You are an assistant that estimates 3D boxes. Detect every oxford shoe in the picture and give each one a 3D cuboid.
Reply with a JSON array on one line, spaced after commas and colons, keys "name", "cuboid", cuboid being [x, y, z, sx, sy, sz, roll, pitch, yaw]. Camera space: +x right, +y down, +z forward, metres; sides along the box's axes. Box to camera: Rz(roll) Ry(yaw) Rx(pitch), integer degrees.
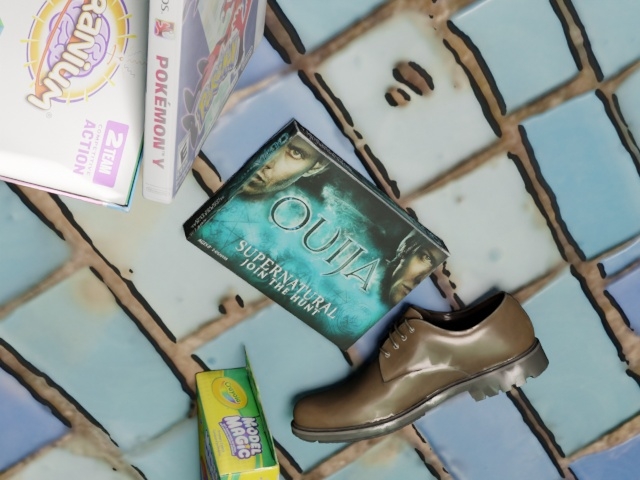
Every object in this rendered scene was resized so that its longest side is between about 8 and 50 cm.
[{"name": "oxford shoe", "cuboid": [0.072, 0.104, 1.077, 0.227, 0.083, 0.096, -24, 104, 3]}]

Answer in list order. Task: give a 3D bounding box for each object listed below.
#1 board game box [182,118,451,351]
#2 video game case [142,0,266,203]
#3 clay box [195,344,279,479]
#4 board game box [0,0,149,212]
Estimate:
[{"name": "board game box", "cuboid": [0.000, 0.000, 1.006, 0.126, 0.026, 0.186, -44, 124, 15]}, {"name": "video game case", "cuboid": [-0.063, -0.151, 0.770, 0.023, 0.201, 0.183, 15, 132, 6]}, {"name": "clay box", "cuboid": [-0.071, 0.210, 1.065, 0.053, 0.127, 0.222, -8, 124, -12]}, {"name": "board game box", "cuboid": [-0.237, -0.169, 0.727, 0.316, 0.064, 0.242, 15, 92, -19]}]
